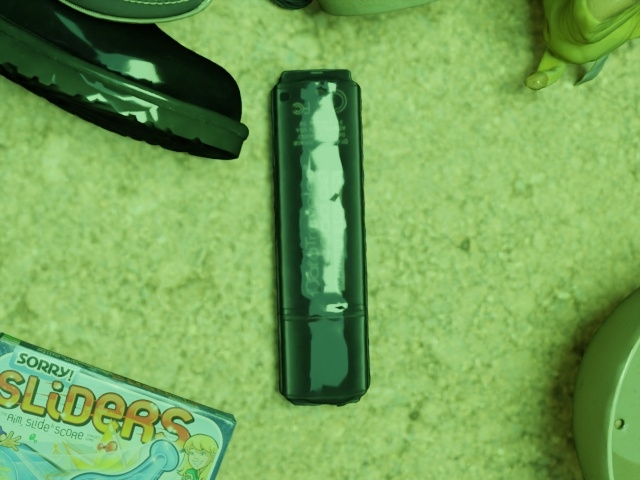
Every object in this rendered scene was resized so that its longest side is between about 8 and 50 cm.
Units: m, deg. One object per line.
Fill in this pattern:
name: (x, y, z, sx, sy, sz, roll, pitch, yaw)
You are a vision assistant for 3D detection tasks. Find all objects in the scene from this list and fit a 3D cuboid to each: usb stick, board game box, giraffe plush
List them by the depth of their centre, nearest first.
board game box: (-0.184, 0.172, 0.790, 0.201, 0.035, 0.136, 21, 88, -11)
giraffe plush: (0.214, -0.241, 0.793, 0.181, 0.210, 0.171, -23, 79, -25)
usb stick: (0.000, 0.000, 0.815, 0.077, 0.045, 0.278, -2, 93, -4)

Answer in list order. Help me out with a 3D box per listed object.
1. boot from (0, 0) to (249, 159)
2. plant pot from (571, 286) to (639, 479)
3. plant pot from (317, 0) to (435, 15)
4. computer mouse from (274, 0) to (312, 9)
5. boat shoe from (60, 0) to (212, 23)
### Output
boot: (-0.168, -0.234, 0.728, 0.347, 0.131, 0.260, 27, 87, -11)
plant pot: (0.321, 0.141, 0.810, 0.284, 0.191, 0.284, 0, 92, -11)
plant pot: (0.034, -0.316, 0.727, 0.256, 0.256, 0.274, -17, 114, -10)
computer mouse: (-0.078, -0.293, 0.796, 0.071, 0.041, 0.242, -35, 104, -25)
boat shoe: (-0.166, -0.194, 0.631, 0.206, 0.065, 0.075, 19, 90, -6)
